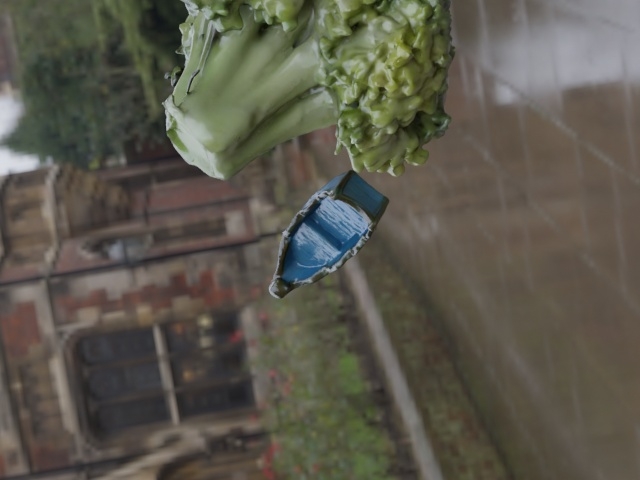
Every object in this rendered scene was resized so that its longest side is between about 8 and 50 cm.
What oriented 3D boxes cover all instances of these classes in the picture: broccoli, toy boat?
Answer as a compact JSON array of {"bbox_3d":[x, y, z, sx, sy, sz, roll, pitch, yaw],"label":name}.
[{"bbox_3d":[-0.040,-0.183,1.387,0.348,0.281,0.293,47,157,-6],"label":"broccoli"},{"bbox_3d":[0.000,0.000,1.510,0.077,0.075,0.185,-53,7,-36],"label":"toy boat"}]
